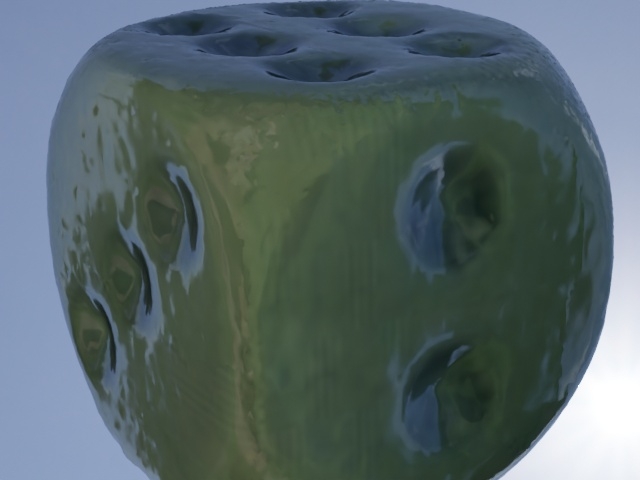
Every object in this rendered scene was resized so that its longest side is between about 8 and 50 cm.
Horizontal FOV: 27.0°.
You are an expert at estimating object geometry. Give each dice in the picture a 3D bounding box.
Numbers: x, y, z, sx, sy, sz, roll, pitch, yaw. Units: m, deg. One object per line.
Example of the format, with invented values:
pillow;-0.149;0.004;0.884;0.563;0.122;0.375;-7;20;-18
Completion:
dice;0.000;0.000;0.820;0.268;0.264;0.263;30;-54;51
